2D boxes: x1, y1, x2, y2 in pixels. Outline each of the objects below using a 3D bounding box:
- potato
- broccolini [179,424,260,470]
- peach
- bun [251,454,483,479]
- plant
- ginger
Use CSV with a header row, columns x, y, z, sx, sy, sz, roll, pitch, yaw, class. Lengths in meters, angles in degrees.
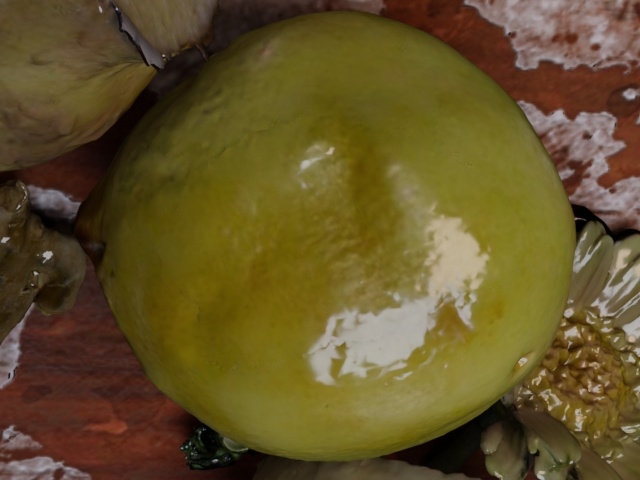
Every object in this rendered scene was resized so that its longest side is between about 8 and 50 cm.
x,y,z,sx,sy,sz,roll,pitch,yaw,class
-0.217,-0.180,1.105,0.237,0.301,0.289,-17,98,14,potato
-0.075,0.151,1.461,0.057,0.254,0.071,33,78,4,broccolini
0.008,0.003,1.297,0.315,0.281,0.314,-26,94,-4,peach
0.067,0.322,1.519,0.364,0.364,0.202,46,63,-39,bun
0.206,0.109,1.542,0.261,0.306,0.297,-44,176,-10,plant
-0.264,0.038,1.384,0.214,0.059,0.133,-37,137,15,ginger
